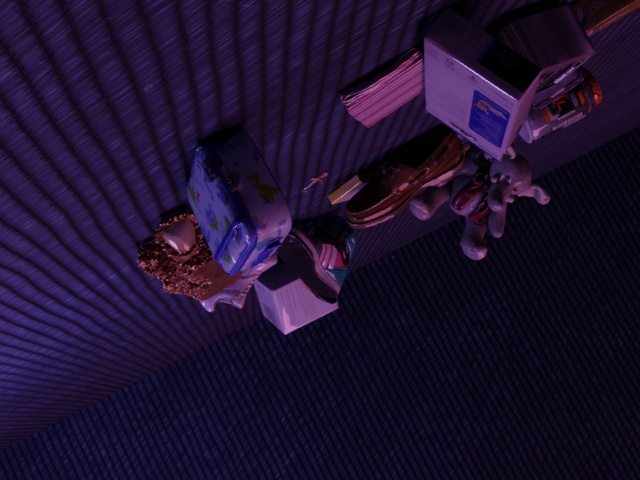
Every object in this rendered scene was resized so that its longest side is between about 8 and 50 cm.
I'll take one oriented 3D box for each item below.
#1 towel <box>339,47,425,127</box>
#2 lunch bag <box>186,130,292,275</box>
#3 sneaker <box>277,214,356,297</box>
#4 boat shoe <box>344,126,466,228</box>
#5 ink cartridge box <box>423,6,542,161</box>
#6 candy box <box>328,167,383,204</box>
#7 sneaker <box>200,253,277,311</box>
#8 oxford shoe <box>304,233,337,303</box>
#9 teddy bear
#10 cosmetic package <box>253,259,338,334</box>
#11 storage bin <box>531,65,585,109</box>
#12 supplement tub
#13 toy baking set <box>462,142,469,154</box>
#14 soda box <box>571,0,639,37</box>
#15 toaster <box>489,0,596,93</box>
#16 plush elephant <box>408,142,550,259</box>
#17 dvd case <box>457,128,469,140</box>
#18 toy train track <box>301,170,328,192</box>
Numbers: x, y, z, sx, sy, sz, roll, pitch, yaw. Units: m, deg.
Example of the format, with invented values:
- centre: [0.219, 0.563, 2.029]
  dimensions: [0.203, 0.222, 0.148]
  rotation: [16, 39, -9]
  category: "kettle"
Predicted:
- centre: [0.111, -0.243, 1.425]
  dimensions: [0.144, 0.029, 0.197]
  rotation: [-32, 171, 10]
  category: "towel"
- centre: [-0.125, -0.048, 1.327]
  dimensions: [0.090, 0.176, 0.219]
  rotation: [-25, 172, -22]
  category: "lunch bag"
- centre: [0.000, 0.000, 2.239]
  dimensions: [0.123, 0.178, 0.295]
  rotation: [8, 152, 30]
  category: "sneaker"
- centre: [0.174, -0.147, 1.962]
  dimensions: [0.307, 0.111, 0.104]
  rotation: [-35, 134, -9]
  category: "boat shoe"
- centre: [0.240, -0.228, 1.369]
  dimensions: [0.065, 0.165, 0.333]
  rotation: [-53, 170, -4]
  category: "ink cartridge box"
- centre: [0.116, -0.135, 2.082]
  dimensions: [0.105, 0.027, 0.206]
  rotation: [-39, 167, 38]
  category: "candy box"
- centre: [-0.203, 0.109, 2.230]
  dimensions: [0.232, 0.115, 0.090]
  rotation: [-26, 172, -11]
  category: "sneaker"
- centre: [-0.014, 0.075, 2.381]
  dimensions: [0.097, 0.098, 0.271]
  rotation: [-39, 140, -5]
  category: "oxford shoe"
- centre: [-0.223, 0.004, 1.654]
  dimensions: [0.245, 0.113, 0.338]
  rotation: [-35, 164, -1]
  category: "teddy bear"
- centre: [-0.074, 0.147, 2.569]
  dimensions: [0.183, 0.152, 0.151]
  rotation: [-26, -152, -20]
  category: "cosmetic package"
- centre: [0.449, -0.327, 1.795]
  dimensions: [0.135, 0.098, 0.091]
  rotation: [-34, 159, 36]
  category: "storage bin"
- centre: [0.540, -0.314, 2.049]
  dimensions: [0.190, 0.117, 0.117]
  rotation: [-28, 172, 0]
  category: "supplement tub"
- centre: [0.246, -0.161, 2.123]
  dimensions: [0.196, 0.030, 0.256]
  rotation: [-28, -175, 38]
  category: "toy baking set"
- centre: [0.472, -0.394, 1.546]
  dimensions: [0.181, 0.058, 0.061]
  rotation: [-32, 171, 22]
  category: "soda box"
- centre: [0.345, -0.309, 1.479]
  dimensions: [0.168, 0.110, 0.185]
  rotation: [-24, 171, -31]
  category: "toaster"
- centre: [0.455, -0.140, 2.376]
  dimensions: [0.330, 0.272, 0.255]
  rotation: [-55, -162, -23]
  category: "plush elephant"
- centre: [0.315, -0.240, 2.130]
  dimensions: [0.119, 0.013, 0.087]
  rotation: [-29, 172, 17]
  category: "dvd case"
- centre: [-0.010, -0.117, 1.832]
  dimensions: [0.048, 0.014, 0.083]
  rotation: [-19, 169, -45]
  category: "toy train track"
